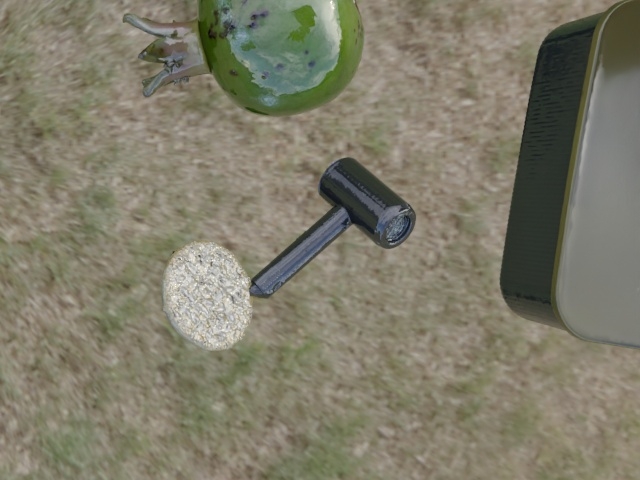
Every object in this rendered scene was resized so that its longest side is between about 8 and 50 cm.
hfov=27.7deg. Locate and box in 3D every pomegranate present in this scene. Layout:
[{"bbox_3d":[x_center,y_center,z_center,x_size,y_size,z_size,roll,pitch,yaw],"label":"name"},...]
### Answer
[{"bbox_3d":[-0.071,-0.199,1.244,0.224,0.181,0.182,-10,98,4],"label":"pomegranate"}]

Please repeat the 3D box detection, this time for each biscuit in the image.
[{"bbox_3d":[-0.145,0.071,1.673,0.152,0.020,0.152,18,64,-41],"label":"biscuit"}]

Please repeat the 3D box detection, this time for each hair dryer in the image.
[{"bbox_3d":[0.000,0.000,0.609,0.083,0.047,0.026,-38,144,-13],"label":"hair dryer"}]

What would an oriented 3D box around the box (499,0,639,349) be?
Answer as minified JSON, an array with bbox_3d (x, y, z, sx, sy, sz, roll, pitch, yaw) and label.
[{"bbox_3d":[0.196,-0.035,0.793,0.144,0.090,0.201,9,89,-19],"label":"box"}]
